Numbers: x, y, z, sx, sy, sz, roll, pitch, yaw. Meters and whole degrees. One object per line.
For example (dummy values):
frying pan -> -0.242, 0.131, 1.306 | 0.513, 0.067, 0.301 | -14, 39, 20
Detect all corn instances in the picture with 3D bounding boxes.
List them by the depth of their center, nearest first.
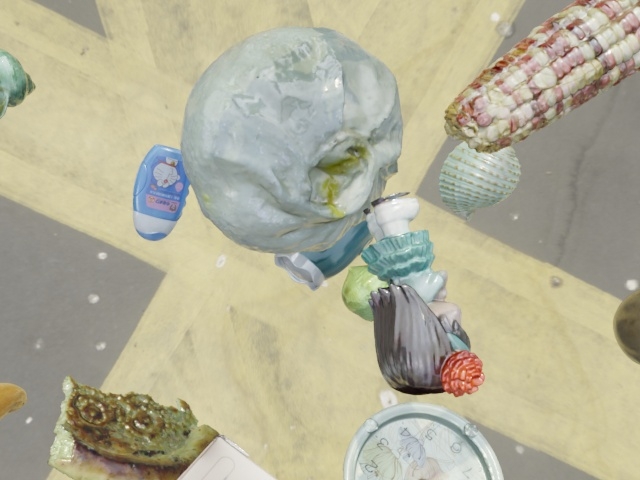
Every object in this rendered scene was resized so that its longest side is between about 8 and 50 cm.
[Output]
corn -> 0.198, -0.142, 0.528 | 0.237, 0.079, 0.079 | -34, 93, -3

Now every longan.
longan -> 0.626, 0.162, 1.253 | 0.187, 0.167, 0.167 | 35, 86, -27

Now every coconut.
coconut -> 0.074, 0.077, 1.062 | 0.088, 0.088, 0.096 | -42, 90, -4

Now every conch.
conch -> 0.293, -0.120, 1.250 | 0.135, 0.102, 0.153 | 33, 76, -10
conch -> -0.741, -0.342, 1.551 | 0.188, 0.122, 0.176 | -22, 81, -18

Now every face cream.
face cream -> -0.440, -0.126, 1.898 | 0.149, 0.083, 0.264 | 14, 98, -17

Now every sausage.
sausage -> -0.827, 0.412, 1.650 | 0.134, 0.354, 0.116 | -21, 94, 7

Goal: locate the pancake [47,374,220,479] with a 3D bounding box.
pancake -> -0.366, 0.406, 1.447 | 0.427, 0.305, 0.067 | 23, 111, -38

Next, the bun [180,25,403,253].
bun -> -0.021, -0.137, 1.022 | 0.362, 0.211, 0.362 | -16, 118, -32

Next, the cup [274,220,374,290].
cup -> 0.000, 0.000, 1.354 | 0.167, 0.300, 0.173 | 33, 72, 8

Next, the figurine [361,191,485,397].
figurine -> 0.110, 0.067, 0.825 | 0.110, 0.138, 0.245 | -11, 80, -16

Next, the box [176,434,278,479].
box -> -0.100, 0.399, 0.855 | 0.251, 0.203, 0.106 | 32, 128, 12

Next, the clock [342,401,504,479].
clock -> 0.147, 0.352, 0.999 | 0.236, 0.053, 0.236 | 3, 57, -5
